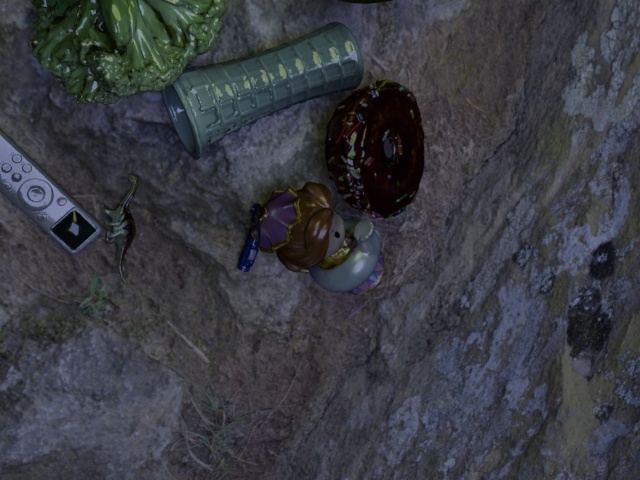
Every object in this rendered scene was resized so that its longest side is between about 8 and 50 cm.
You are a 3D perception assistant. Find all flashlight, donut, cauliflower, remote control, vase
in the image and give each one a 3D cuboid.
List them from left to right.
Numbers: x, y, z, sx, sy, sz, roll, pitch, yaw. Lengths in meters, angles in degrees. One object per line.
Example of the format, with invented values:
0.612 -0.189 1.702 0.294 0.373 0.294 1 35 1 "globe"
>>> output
-0.440 -0.083 1.006 0.067 0.029 0.261 -43 117 -5 "remote control"
-0.270 -0.328 0.875 0.272 0.250 0.275 -38 84 -10 "cauliflower"
-0.113 -0.002 1.166 0.057 0.035 0.121 19 98 -27 "flashlight"
-0.084 -0.243 1.050 0.299 0.143 0.143 -24 114 -17 "vase"
0.091 -0.153 1.137 0.235 0.089 0.235 -10 103 -49 "donut"

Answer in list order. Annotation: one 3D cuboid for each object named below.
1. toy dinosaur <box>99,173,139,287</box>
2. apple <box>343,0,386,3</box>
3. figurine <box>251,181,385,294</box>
-0.324 -0.016 1.072 0.058 0.037 0.180 4 104 -19 "toy dinosaur"
0.071 -0.483 0.956 0.254 0.292 0.292 -29 117 11 "apple"
0.000 0.000 1.137 0.189 0.142 0.263 -25 142 26 "figurine"
